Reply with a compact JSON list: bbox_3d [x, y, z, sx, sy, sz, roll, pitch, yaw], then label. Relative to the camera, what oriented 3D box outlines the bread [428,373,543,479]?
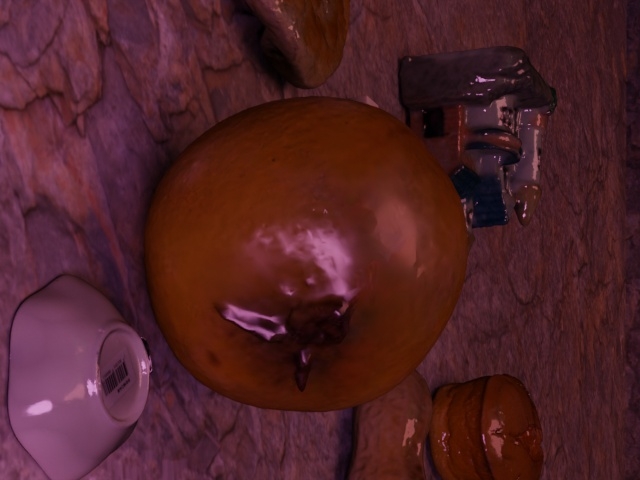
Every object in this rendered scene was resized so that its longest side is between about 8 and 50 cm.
[{"bbox_3d":[0.268,0.308,2.238,0.270,0.143,0.195,31,56,-59],"label":"bread"}]

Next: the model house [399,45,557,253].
[{"bbox_3d":[0.254,-0.108,2.248,0.267,0.194,0.325,27,63,-63],"label":"model house"}]

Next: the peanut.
[{"bbox_3d":[0.095,0.282,1.876,0.125,0.111,0.274,61,32,-51],"label":"peanut"}]

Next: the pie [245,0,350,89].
[{"bbox_3d":[-0.027,-0.352,1.781,0.337,0.075,0.337,-6,90,-68],"label":"pie"}]

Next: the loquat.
[{"bbox_3d":[-0.012,0.003,1.450,0.359,0.328,0.328,-95,167,-58],"label":"loquat"}]

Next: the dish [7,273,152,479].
[{"bbox_3d":[-0.201,0.123,1.279,0.191,0.066,0.190,-6,90,-67],"label":"dish"}]

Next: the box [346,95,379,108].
[{"bbox_3d":[0.078,-0.139,2.022,0.154,0.040,0.084,33,56,-63],"label":"box"}]
